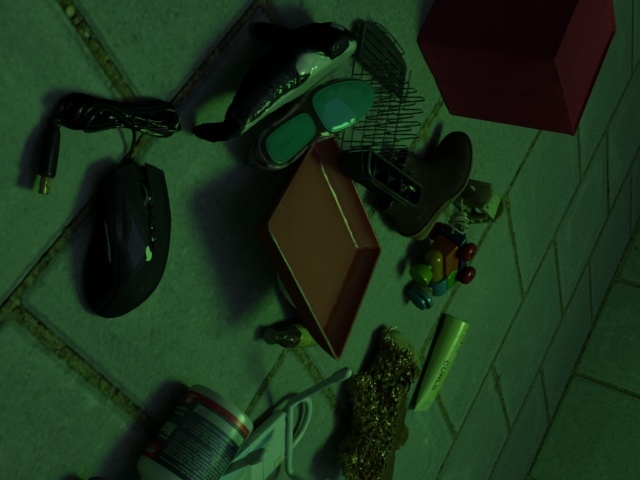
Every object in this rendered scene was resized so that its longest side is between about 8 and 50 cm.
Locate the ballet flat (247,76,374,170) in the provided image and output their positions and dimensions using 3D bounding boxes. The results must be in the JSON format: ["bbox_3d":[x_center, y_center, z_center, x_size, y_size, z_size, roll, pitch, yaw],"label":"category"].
[{"bbox_3d":[-0.021,-0.166,1.036,0.221,0.079,0.077,-39,112,-29],"label":"ballet flat"}]

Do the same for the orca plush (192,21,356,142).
[{"bbox_3d":[-0.066,-0.230,0.966,0.287,0.102,0.151,-43,-177,-24],"label":"orca plush"}]

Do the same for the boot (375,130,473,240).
[{"bbox_3d":[0.201,-0.128,1.383,0.249,0.090,0.207,-64,149,-7],"label":"boot"}]

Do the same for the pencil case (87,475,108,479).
[{"bbox_3d":[-0.311,0.385,0.836,0.236,0.104,0.105,-46,139,-37],"label":"pencil case"}]

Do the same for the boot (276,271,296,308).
[{"bbox_3d":[-0.015,0.074,1.189,0.086,0.069,0.190,-85,154,-56],"label":"boot"}]

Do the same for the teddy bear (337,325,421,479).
[{"bbox_3d":[0.117,0.339,1.485,0.245,0.113,0.338,23,77,-65],"label":"teddy bear"}]

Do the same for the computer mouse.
[{"bbox_3d":[-0.226,-0.031,0.803,0.184,0.060,0.262,1,104,-58],"label":"computer mouse"}]

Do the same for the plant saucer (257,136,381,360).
[{"bbox_3d":[0.000,0.000,1.091,0.259,0.047,0.258,64,34,-32],"label":"plant saucer"}]

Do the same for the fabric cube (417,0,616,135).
[{"bbox_3d":[0.377,-0.383,1.376,0.254,0.258,0.259,-65,147,-14],"label":"fabric cube"}]

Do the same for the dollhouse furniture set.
[{"bbox_3d":[0.311,-0.050,1.578,0.182,0.101,0.161,28,81,-58],"label":"dollhouse furniture set"}]

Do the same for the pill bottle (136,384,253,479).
[{"bbox_3d":[-0.181,0.295,0.983,0.180,0.107,0.108,-55,144,-27],"label":"pill bottle"}]

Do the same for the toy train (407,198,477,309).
[{"bbox_3d":[0.236,0.032,1.491,0.143,0.105,0.248,-42,149,-19],"label":"toy train"}]

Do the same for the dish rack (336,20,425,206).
[{"bbox_3d":[0.108,-0.206,1.187,0.208,0.074,0.272,24,72,-59],"label":"dish rack"}]

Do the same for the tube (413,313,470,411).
[{"bbox_3d":[0.286,0.297,1.751,0.070,0.062,0.240,23,90,-18],"label":"tube"}]

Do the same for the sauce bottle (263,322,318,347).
[{"bbox_3d":[-0.044,0.153,1.187,0.128,0.042,0.042,11,95,-60],"label":"sauce bottle"}]

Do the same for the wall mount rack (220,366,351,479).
[{"bbox_3d":[-0.071,0.342,1.135,0.350,0.130,0.304,-36,139,-45],"label":"wall mount rack"}]
